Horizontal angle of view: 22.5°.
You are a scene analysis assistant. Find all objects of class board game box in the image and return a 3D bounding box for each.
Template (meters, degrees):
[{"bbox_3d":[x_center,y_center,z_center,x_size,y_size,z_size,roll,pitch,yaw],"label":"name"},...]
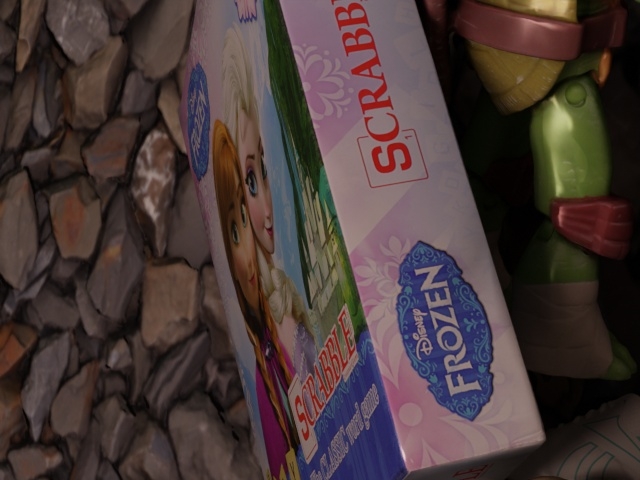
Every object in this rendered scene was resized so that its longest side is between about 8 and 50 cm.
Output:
[{"bbox_3d":[0.000,0.000,0.822,0.319,0.066,0.318,111,146,-65],"label":"board game box"}]

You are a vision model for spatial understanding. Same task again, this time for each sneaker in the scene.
[{"bbox_3d":[0.156,0.110,0.852,0.152,0.053,0.061,3,85,40],"label":"sneaker"}]

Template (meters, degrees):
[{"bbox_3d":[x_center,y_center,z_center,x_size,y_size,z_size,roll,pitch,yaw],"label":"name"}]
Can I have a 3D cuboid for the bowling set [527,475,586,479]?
[{"bbox_3d":[0.130,0.162,0.760,0.154,0.287,0.200,41,90,20],"label":"bowling set"}]

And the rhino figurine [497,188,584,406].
[{"bbox_3d":[0.077,0.008,0.923,0.106,0.073,0.243,-56,52,24],"label":"rhino figurine"}]

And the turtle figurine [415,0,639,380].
[{"bbox_3d":[0.150,-0.082,0.783,0.197,0.274,0.266,19,108,22],"label":"turtle figurine"}]
